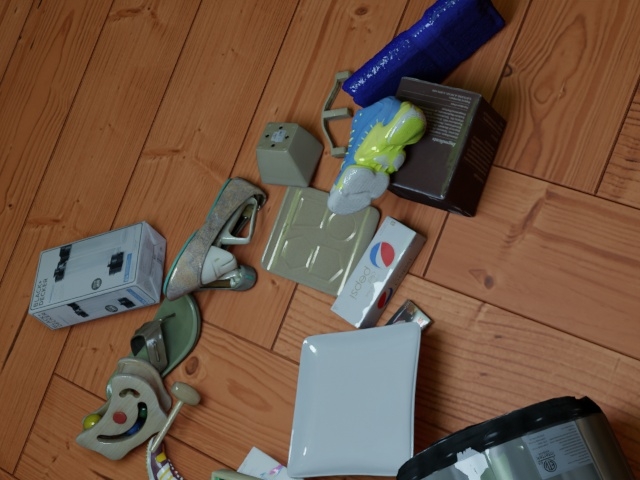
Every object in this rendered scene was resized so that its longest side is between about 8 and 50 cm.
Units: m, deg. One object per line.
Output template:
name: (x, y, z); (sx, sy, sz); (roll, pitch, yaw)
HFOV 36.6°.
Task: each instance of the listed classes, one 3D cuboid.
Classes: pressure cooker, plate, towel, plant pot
pressure cooker: (0.340, 0.491, 1.492); (0.370, 0.375, 0.420); (-28, 68, 15)
plate: (0.070, 0.299, 1.781); (0.277, 0.045, 0.277); (-12, 61, 37)
towel: (0.193, -0.362, 1.826); (0.308, 0.228, 0.076); (-40, 70, 14)
plant pot: (-0.072, -0.183, 1.971); (0.109, 0.096, 0.109); (6, 59, 27)

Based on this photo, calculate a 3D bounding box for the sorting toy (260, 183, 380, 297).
sorting toy: (0.000, 0.000, 1.954); (0.208, 0.038, 0.192); (19, 88, 23)

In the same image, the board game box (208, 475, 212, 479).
board game box: (-0.190, 0.541, 1.877); (0.169, 0.033, 0.133); (17, 115, 49)

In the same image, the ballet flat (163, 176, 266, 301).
ballet flat: (-0.203, 0.001, 1.964); (0.106, 0.107, 0.316); (21, 64, 14)

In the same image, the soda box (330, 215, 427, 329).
soda box: (0.113, 0.065, 1.863); (0.074, 0.069, 0.216); (33, 94, 27)

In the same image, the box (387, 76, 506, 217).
box: (0.219, -0.173, 1.806); (0.167, 0.168, 0.203); (19, 87, 29)

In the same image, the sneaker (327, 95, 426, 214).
sneaker: (0.086, -0.159, 1.740); (0.240, 0.091, 0.126); (-47, 43, 12)

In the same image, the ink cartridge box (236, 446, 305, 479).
ink cartridge box: (-0.084, 0.476, 1.847); (0.143, 0.092, 0.089); (27, 74, 27)

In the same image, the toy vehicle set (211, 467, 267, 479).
toy vehicle set: (-0.131, 0.570, 1.789); (0.166, 0.035, 0.266); (6, 97, 32)

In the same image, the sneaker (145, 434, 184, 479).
sneaker: (-0.308, 0.490, 1.984); (0.084, 0.069, 0.185); (-8, 71, 2)

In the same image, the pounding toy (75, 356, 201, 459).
pounding toy: (-0.391, 0.347, 1.966); (0.270, 0.155, 0.154); (-37, 110, 15)

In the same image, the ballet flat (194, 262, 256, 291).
ballet flat: (-0.237, 0.071, 2.031); (0.213, 0.068, 0.072); (-1, 80, 26)

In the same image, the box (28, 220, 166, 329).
box: (-0.486, 0.079, 2.112); (0.290, 0.087, 0.169); (-14, 53, 23)

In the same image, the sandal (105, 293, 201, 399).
sandal: (-0.358, 0.236, 2.043); (0.120, 0.086, 0.302); (38, 97, 27)

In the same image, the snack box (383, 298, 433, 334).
snack box: (0.134, 0.199, 1.850); (0.064, 0.022, 0.178); (43, 99, 25)

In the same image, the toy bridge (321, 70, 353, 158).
toy bridge: (0.033, -0.260, 1.992); (0.063, 0.026, 0.188); (-6, 73, 31)
